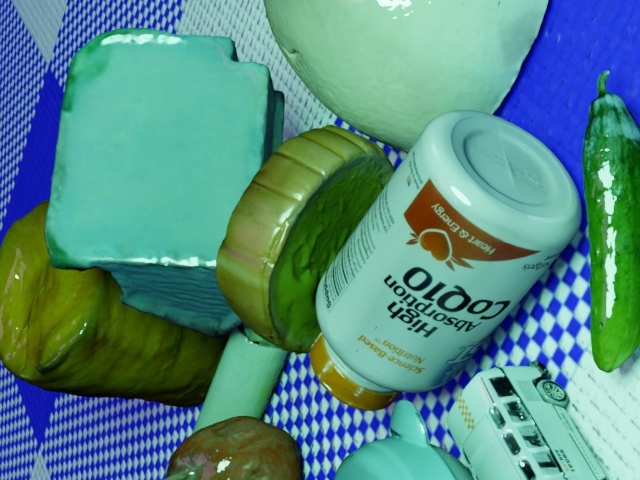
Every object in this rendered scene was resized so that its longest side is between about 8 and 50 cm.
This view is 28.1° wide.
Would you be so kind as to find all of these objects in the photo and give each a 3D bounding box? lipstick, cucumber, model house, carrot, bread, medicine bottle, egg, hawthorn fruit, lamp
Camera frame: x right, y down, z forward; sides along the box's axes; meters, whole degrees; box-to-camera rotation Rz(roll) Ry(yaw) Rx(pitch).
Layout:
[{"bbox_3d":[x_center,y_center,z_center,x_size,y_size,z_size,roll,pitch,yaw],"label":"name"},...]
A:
[{"bbox_3d":[-0.114,0.226,1.543,0.076,0.076,0.304,52,126,50],"label":"lipstick"},{"bbox_3d":[0.239,-0.019,1.027,0.056,0.056,0.250,-15,73,57],"label":"cucumber"},{"bbox_3d":[-0.153,-0.054,1.420,0.249,0.230,0.280,80,-165,-70],"label":"model house"},{"bbox_3d":[-0.251,0.081,1.582,0.241,0.341,0.241,-7,78,31],"label":"carrot"},{"bbox_3d":[0.000,0.000,1.249,0.070,0.236,0.236,27,108,31],"label":"bread"},{"bbox_3d":[0.096,0.033,1.153,0.288,0.157,0.157,-56,40,37],"label":"medicine bottle"},{"bbox_3d":[0.057,-0.250,1.243,0.337,0.201,0.337,-10,78,59],"label":"egg"},{"bbox_3d":[-0.104,0.254,1.431,0.149,0.189,0.149,-28,39,25],"label":"hawthorn fruit"},{"bbox_3d":[0.075,0.299,1.139,0.284,0.147,0.209,-64,34,24],"label":"lamp"}]

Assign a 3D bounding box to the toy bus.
[{"bbox_3d":[0.177,0.191,1.051,0.087,0.089,0.194,-60,38,33],"label":"toy bus"}]
